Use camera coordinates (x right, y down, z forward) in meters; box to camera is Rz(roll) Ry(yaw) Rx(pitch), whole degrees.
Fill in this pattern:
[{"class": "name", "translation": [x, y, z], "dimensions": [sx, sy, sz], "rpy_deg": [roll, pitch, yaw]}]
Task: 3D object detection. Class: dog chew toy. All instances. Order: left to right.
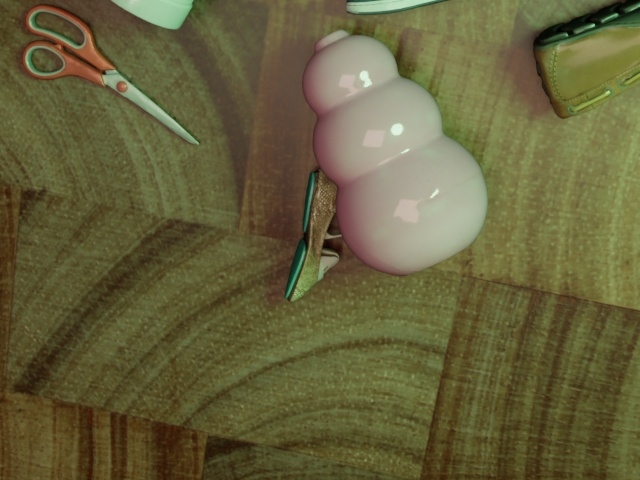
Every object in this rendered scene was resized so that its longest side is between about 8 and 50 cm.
[{"class": "dog chew toy", "translation": [0.084, -0.123, 1.568], "dimensions": [0.207, 0.206, 0.331], "rpy_deg": [-26, 92, 15]}]

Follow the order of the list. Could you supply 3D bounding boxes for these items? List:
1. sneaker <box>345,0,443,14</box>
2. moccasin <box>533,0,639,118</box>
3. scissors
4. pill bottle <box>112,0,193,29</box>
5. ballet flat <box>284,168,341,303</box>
[{"class": "sneaker", "translation": [0.130, -0.386, 1.536], "dimensions": [0.226, 0.086, 0.163], "rpy_deg": [-11, 102, 14]}, {"class": "moccasin", "translation": [0.467, -0.256, 1.494], "dimensions": [0.380, 0.139, 0.147], "rpy_deg": [-22, 108, 12]}, {"class": "scissors", "translation": [-0.293, -0.238, 1.678], "dimensions": [0.297, 0.021, 0.109], "rpy_deg": [24, 106, 3]}, {"class": "pill bottle", "translation": [-0.170, -0.435, 1.526], "dimensions": [0.169, 0.169, 0.301], "rpy_deg": [30, 108, 0]}, {"class": "ballet flat", "translation": [0.000, 0.000, 1.679], "dimensions": [0.067, 0.073, 0.206], "rpy_deg": [10, 111, -9]}]
